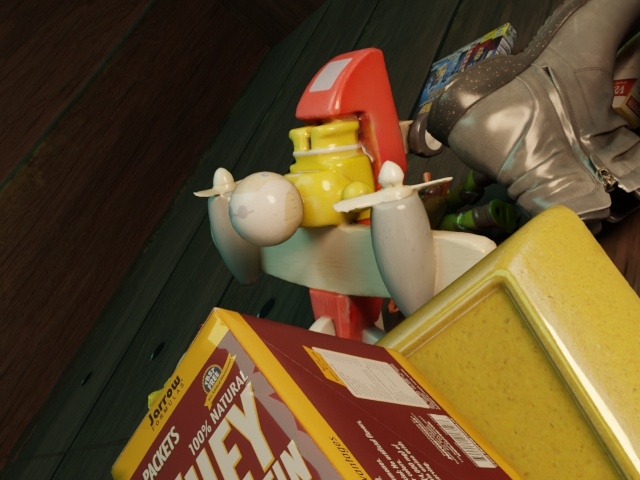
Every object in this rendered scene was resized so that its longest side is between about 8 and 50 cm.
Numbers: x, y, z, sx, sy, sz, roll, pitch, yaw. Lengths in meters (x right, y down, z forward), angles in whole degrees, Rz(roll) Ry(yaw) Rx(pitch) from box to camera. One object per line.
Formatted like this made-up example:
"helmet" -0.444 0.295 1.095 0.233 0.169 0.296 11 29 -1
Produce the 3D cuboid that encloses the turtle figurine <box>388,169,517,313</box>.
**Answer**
"turtle figurine" 0.166 -0.038 1.029 0.217 0.087 0.270 -30 29 45

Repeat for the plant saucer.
"plant saucer" 0.119 0.181 0.548 0.332 0.081 0.333 -42 53 23

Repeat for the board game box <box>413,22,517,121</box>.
"board game box" 0.239 -0.252 1.279 0.194 0.060 0.194 -16 41 57

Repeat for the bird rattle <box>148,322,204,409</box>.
"bird rattle" -0.231 0.273 1.298 0.207 0.143 0.253 -61 12 24

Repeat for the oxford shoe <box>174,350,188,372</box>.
"oxford shoe" 0.019 0.210 0.769 0.449 0.130 0.169 16 90 44

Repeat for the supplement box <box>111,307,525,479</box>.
"supplement box" 0.015 0.162 0.457 0.191 0.194 0.129 44 106 41

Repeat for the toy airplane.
"toy airplane" 0.000 0.000 0.921 0.386 0.272 0.384 -48 51 32

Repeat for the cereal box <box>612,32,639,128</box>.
"cereal box" 0.392 -0.245 0.960 0.240 0.047 0.173 -55 21 -10

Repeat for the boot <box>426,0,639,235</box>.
"boot" 0.302 -0.138 0.807 0.338 0.223 0.118 -37 -24 -13
